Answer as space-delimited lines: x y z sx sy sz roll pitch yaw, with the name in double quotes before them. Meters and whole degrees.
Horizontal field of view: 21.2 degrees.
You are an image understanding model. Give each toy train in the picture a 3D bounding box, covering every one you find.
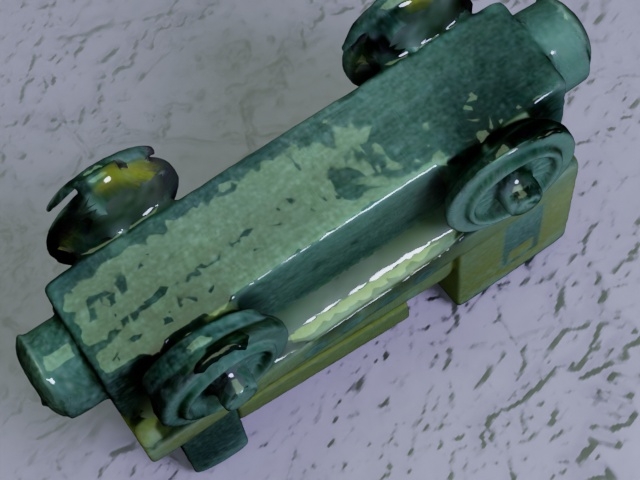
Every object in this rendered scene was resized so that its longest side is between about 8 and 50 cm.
"toy train" 0.000 0.000 1.076 0.397 0.253 0.160 -33 71 -9
